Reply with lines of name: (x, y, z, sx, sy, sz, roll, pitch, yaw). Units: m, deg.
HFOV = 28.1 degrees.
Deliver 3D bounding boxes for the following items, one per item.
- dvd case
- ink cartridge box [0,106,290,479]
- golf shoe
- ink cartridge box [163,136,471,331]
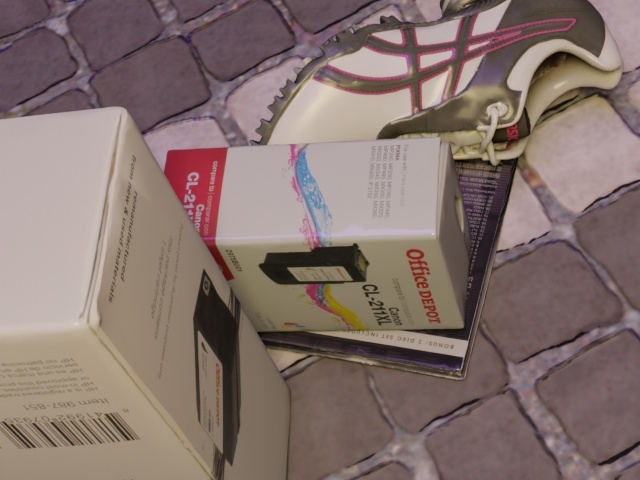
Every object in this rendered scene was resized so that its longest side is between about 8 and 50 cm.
dvd case: (0.044, -0.016, 0.891, 0.165, 0.018, 0.221, 8, 61, 19)
ink cartridge box: (-0.163, 0.076, 0.719, 0.223, 0.307, 0.129, -5, 56, 13)
golf shoe: (0.074, -0.096, 0.862, 0.273, 0.105, 0.120, -35, 64, -7)
ink cartridge box: (0.000, 0.000, 0.803, 0.175, 0.127, 0.072, -2, 60, 14)
